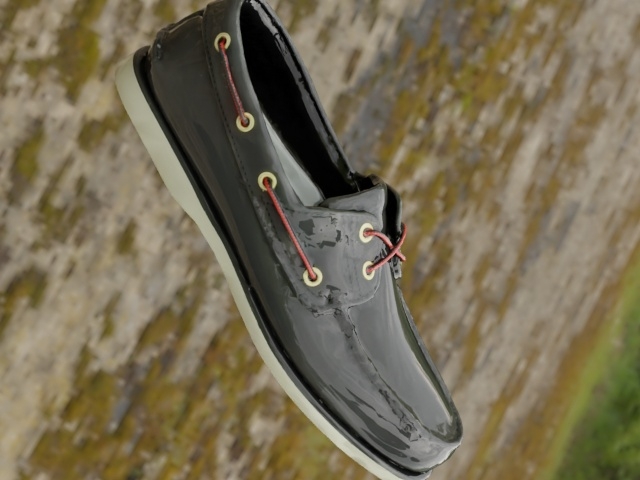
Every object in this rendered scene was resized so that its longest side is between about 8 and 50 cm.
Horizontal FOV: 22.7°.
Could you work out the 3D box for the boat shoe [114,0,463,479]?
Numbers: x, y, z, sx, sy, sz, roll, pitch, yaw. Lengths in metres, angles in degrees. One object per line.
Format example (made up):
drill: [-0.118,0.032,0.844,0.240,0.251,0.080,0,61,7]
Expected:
boat shoe: [-0.001,0.000,0.400,0.042,0.133,0.049,-30,180,23]
